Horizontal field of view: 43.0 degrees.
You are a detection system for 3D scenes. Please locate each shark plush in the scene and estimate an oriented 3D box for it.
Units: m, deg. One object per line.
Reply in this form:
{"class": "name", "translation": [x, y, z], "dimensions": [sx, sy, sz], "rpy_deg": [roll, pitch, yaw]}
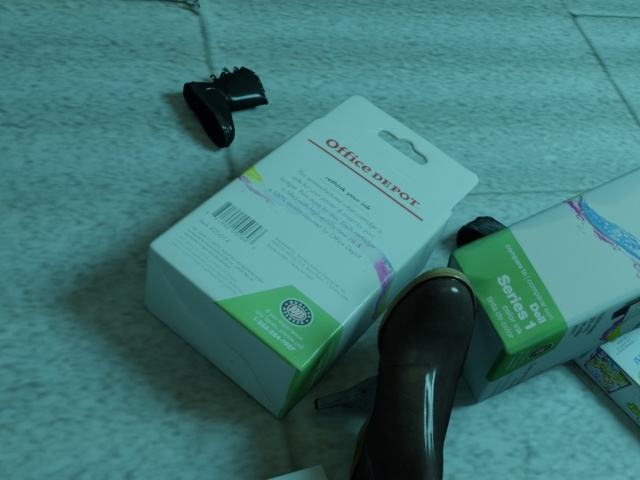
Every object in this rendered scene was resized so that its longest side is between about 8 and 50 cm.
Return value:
{"class": "shark plush", "translation": [0.068, 0.145, 0.853], "dimensions": [0.161, 0.067, 0.073], "rpy_deg": [0, 53, -15]}

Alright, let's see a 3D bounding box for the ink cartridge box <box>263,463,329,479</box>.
{"class": "ink cartridge box", "translation": [-0.019, 0.363, 0.659], "dimensions": [0.165, 0.065, 0.333], "rpy_deg": [-9, 54, -22]}

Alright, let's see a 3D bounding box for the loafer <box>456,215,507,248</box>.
{"class": "loafer", "translation": [0.253, 0.023, 1.006], "dimensions": [0.170, 0.062, 0.061], "rpy_deg": [39, 48, 15]}

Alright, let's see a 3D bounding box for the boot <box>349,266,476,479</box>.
{"class": "boot", "translation": [0.091, 0.171, 0.701], "dimensions": [0.090, 0.249, 0.207], "rpy_deg": [12, 27, -11]}

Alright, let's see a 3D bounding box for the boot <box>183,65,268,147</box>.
{"class": "boot", "translation": [-0.115, -0.180, 1.080], "dimensions": [0.099, 0.045, 0.121], "rpy_deg": [-19, 58, -30]}

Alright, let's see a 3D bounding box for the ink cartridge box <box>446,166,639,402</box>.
{"class": "ink cartridge box", "translation": [0.272, 0.041, 0.845], "dimensions": [0.278, 0.201, 0.117], "rpy_deg": [-23, 67, -8]}

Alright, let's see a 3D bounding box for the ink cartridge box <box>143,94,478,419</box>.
{"class": "ink cartridge box", "translation": [0.000, 0.000, 0.916], "dimensions": [0.207, 0.119, 0.353], "rpy_deg": [37, 53, 16]}

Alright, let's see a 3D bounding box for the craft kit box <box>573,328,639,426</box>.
{"class": "craft kit box", "translation": [0.466, 0.157, 0.961], "dimensions": [0.249, 0.061, 0.247], "rpy_deg": [-27, 61, -31]}
